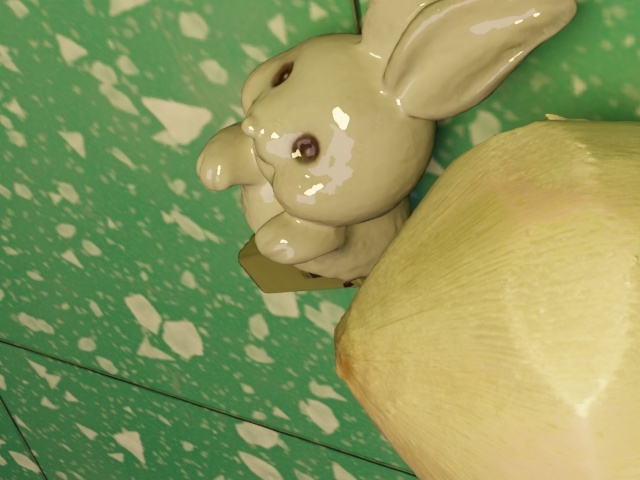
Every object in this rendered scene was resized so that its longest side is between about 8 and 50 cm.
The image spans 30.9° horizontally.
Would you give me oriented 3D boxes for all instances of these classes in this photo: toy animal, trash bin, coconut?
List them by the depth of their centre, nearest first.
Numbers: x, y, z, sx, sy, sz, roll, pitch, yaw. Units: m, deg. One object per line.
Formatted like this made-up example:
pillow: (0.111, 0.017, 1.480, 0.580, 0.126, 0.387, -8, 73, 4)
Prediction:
coconut: (0.124, 0.045, 0.527, 0.234, 0.224, 0.224, -3, 137, 2)
toy animal: (0.017, -0.072, 0.572, 0.221, 0.131, 0.103, 113, 140, -52)
trash bin: (0.000, 0.000, 0.719, 0.092, 0.061, 0.043, -12, 124, 48)
